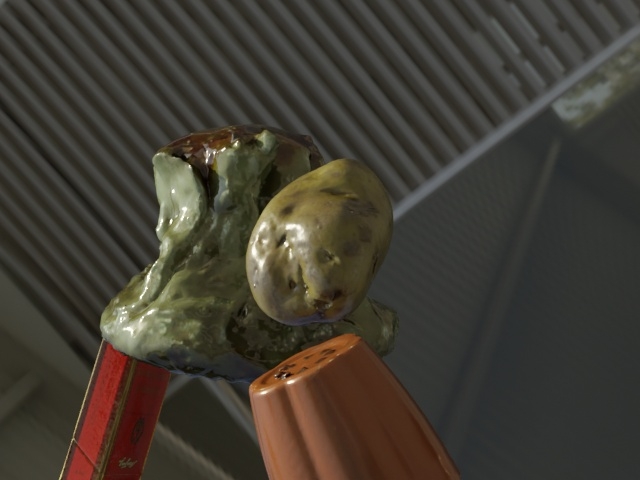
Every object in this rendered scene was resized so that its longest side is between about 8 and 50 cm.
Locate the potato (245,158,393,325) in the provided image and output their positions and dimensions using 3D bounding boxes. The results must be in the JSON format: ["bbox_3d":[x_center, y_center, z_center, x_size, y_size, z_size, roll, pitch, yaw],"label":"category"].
[{"bbox_3d":[0.003,0.004,1.344,0.200,0.154,0.137,-72,-32,-51],"label":"potato"}]

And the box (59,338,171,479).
[{"bbox_3d":[-0.300,0.260,1.874,0.074,0.240,0.153,14,174,13],"label":"box"}]

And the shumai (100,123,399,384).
[{"bbox_3d":[-0.090,0.008,1.659,0.324,0.397,0.324,-120,31,-84],"label":"shumai"}]

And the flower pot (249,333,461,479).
[{"bbox_3d":[0.023,0.193,1.237,0.173,0.190,0.190,66,-157,-6],"label":"flower pot"}]
